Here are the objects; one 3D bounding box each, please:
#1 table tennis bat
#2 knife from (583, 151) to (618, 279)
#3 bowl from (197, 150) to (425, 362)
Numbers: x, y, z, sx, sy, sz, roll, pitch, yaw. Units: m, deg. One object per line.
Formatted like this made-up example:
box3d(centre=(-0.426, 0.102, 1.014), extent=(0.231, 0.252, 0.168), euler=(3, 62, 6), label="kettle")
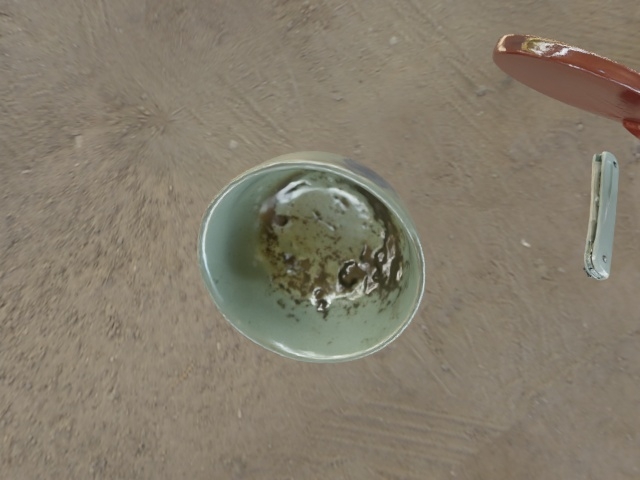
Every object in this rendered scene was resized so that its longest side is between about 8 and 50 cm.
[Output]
box3d(centre=(0.310, -0.148, 1.057), extent=(0.310, 0.200, 0.038), euler=(18, 95, -39), label="table tennis bat")
box3d(centre=(0.322, -0.033, 1.138), extent=(0.044, 0.023, 0.162), euler=(37, 54, -37), label="knife")
box3d(centre=(0.000, 0.000, 1.267), extent=(0.289, 0.146, 0.289), euler=(6, 120, 11), label="bowl")
